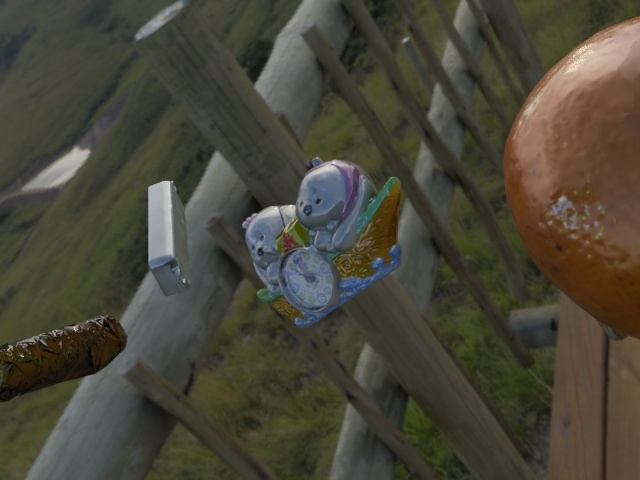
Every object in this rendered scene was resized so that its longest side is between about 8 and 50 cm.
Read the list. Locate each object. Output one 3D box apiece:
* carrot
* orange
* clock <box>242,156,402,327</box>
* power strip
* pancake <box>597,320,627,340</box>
[{"bbox_3d":[-0.285,0.123,0.767,0.069,0.069,0.229,-28,-5,16],"label":"carrot"},{"bbox_3d":[0.440,-0.082,0.874,0.424,0.424,0.326,-57,-7,-33],"label":"orange"},{"bbox_3d":[0.000,0.000,0.772,0.231,0.144,0.103,-36,-4,34],"label":"clock"},{"bbox_3d":[-0.321,-0.016,1.523,0.058,0.098,0.338,-19,39,2],"label":"power strip"},{"bbox_3d":[0.417,0.078,1.087,0.028,0.158,0.158,-32,27,30],"label":"pancake"}]
